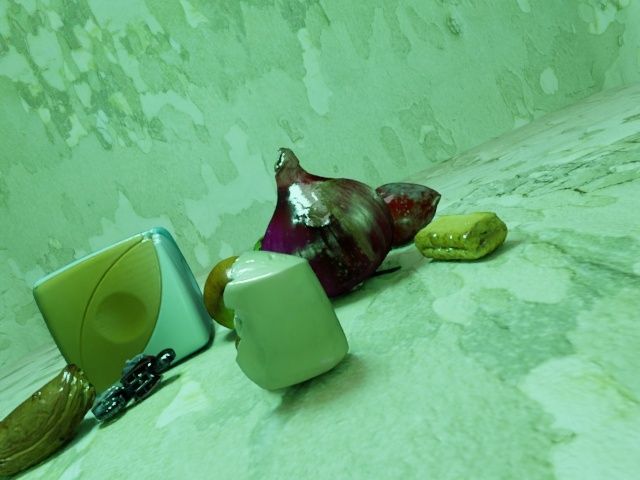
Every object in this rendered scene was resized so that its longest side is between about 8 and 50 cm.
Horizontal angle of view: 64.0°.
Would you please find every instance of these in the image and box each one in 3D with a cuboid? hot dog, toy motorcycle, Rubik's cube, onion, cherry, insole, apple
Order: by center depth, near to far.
[{"bbox_3d":[-0.608,0.396,1.094,0.272,0.122,0.196,-44,13,-17],"label":"hot dog"},{"bbox_3d":[-0.428,0.321,1.163,0.122,0.082,0.213,-25,13,49],"label":"toy motorcycle"},{"bbox_3d":[-0.011,-0.053,1.265,0.348,0.385,0.348,-29,7,4],"label":"onion"},{"bbox_3d":[0.145,0.083,1.283,0.135,0.002,0.045,-18,11,40],"label":"insole"},{"bbox_3d":[-0.205,0.139,1.322,0.196,0.195,0.196,-24,8,3],"label":"apple"},{"bbox_3d":[-0.519,0.178,1.415,0.348,0.352,0.351,-27,5,-9],"label":"Rubik's cube"},{"bbox_3d":[0.239,-0.086,1.502,0.250,0.175,0.192,-24,17,-1],"label":"cherry"}]

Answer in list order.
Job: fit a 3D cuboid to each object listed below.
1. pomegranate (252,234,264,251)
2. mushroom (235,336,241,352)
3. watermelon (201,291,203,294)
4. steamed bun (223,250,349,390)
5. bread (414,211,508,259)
[{"bbox_3d":[-0.094,0.034,1.502,0.211,0.262,0.211,11,14,-3],"label":"pomegranate"},{"bbox_3d":[-0.114,0.194,1.046,0.126,0.085,0.109,-27,-27,-1],"label":"mushroom"},{"bbox_3d":[-0.522,0.211,1.717,0.290,0.213,0.320,-21,-3,16],"label":"watermelon"},{"bbox_3d":[-0.081,0.129,0.838,0.170,0.225,0.200,-30,11,-35],"label":"steamed bun"},{"bbox_3d":[0.299,-0.006,1.104,0.114,0.083,0.211,-33,10,-17],"label":"bread"}]
